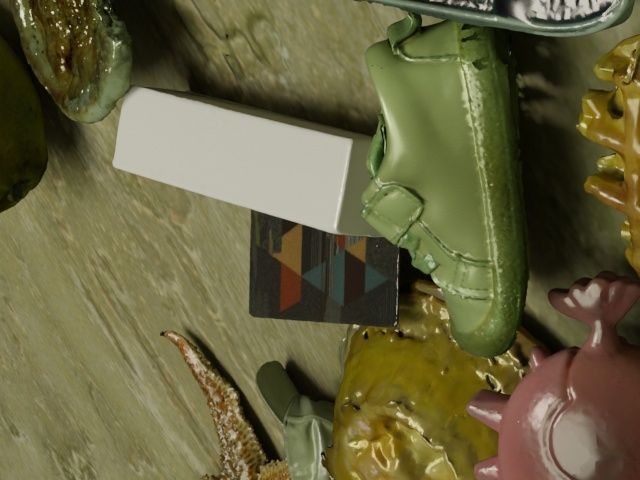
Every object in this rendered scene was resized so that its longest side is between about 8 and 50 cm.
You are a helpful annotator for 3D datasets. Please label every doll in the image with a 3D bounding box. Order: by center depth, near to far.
[{"bbox_3d":[0.207,0.148,1.190,0.211,0.093,0.262,-4,106,25],"label":"doll"}]

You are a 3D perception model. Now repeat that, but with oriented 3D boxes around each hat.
[{"bbox_3d":[-0.004,0.190,1.569,0.166,0.081,0.122,60,176,33],"label":"hat"}]

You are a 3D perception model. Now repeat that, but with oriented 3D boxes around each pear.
[{"bbox_3d":[-0.398,-0.137,1.681,0.269,0.212,0.212,48,147,7],"label":"pear"}]

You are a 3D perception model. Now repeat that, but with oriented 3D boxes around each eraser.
[{"bbox_3d":[-0.055,-0.071,1.380,0.298,0.076,0.078,17,100,45],"label":"eraser"}]

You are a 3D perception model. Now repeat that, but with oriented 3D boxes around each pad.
[{"bbox_3d":[0.000,0.000,1.395,0.211,0.003,0.142,-1,87,53],"label":"pad"}]

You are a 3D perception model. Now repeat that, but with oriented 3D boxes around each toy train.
[{"bbox_3d":[0.068,-0.205,1.113,0.407,0.088,0.086,20,120,44],"label":"toy train"}]

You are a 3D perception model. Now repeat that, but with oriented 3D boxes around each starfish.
[{"bbox_3d":[-0.094,0.284,1.748,0.301,0.084,0.293,39,142,20],"label":"starfish"}]

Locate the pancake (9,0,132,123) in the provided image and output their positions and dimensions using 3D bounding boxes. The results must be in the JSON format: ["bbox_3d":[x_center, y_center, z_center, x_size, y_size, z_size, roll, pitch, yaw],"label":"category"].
[{"bbox_3d":[-0.229,-0.224,1.483,0.253,0.037,0.253,29,125,53],"label":"pancake"}]

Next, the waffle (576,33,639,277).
[{"bbox_3d":[0.297,-0.009,1.004,0.312,0.060,0.307,-20,102,57],"label":"waffle"}]

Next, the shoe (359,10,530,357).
[{"bbox_3d":[0.095,-0.047,1.175,0.128,0.140,0.262,6,120,16],"label":"shoe"}]

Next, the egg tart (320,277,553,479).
[{"bbox_3d":[0.103,0.178,1.363,0.315,0.120,0.315,32,139,33],"label":"egg tart"}]
